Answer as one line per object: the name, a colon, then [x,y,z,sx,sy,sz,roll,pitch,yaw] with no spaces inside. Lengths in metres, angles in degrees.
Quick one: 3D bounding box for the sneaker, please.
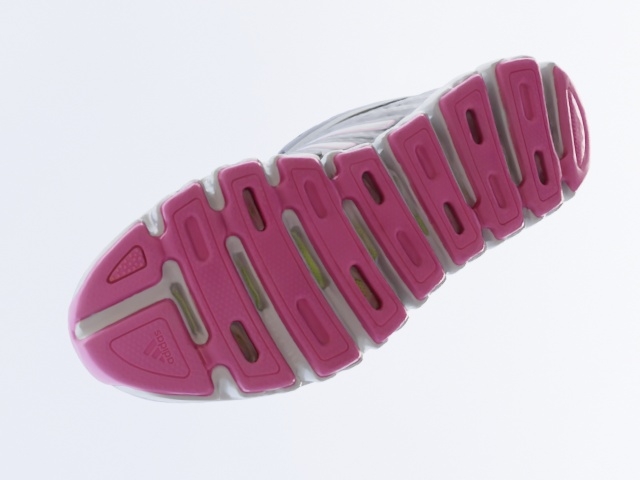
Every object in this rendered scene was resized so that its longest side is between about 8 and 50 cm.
sneaker: [0.000,0.000,0.401,0.170,0.075,0.063,-29,-86,-28]
